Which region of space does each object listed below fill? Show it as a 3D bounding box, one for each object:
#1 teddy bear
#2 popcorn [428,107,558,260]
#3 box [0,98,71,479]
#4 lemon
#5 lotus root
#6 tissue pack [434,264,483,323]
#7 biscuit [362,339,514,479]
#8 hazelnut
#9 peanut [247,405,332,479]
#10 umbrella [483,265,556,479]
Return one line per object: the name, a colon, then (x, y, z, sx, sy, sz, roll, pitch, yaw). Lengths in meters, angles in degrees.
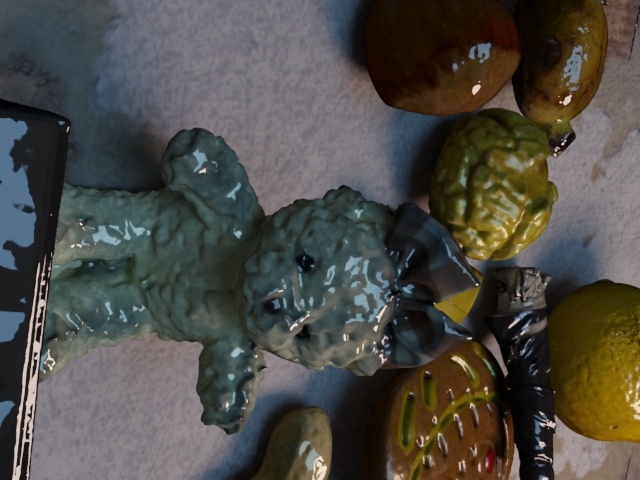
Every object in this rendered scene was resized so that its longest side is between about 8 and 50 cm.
teddy bear: (-0.097, 0.053, 0.863, 0.375, 0.362, 0.327, -9, 108, -40)
popcorn: (0.243, -0.074, 1.249, 0.200, 0.203, 0.226, -16, 70, -11)
box: (-0.367, 0.033, 0.700, 0.204, 0.251, 0.345, 2, 102, -41)
lemon: (0.509, 0.215, 1.480, 0.293, 0.293, 0.293, -13, 111, -37)
lotus root: (0.353, -0.281, 1.267, 0.169, 0.141, 0.314, 20, 77, -66)
tissue pack: (0.138, 0.058, 1.217, 0.178, 0.123, 0.127, 31, 89, -42)
biscuit: (0.207, 0.335, 1.308, 0.394, 0.070, 0.350, -29, 107, -50)
hazelnut: (0.164, -0.260, 1.105, 0.210, 0.186, 0.210, -11, 119, -21)
peanut: (-0.059, 0.347, 1.155, 0.263, 0.101, 0.117, -56, 150, -12)
umbrella: (0.326, 0.216, 1.380, 0.113, 0.106, 0.357, 13, 72, -54)
